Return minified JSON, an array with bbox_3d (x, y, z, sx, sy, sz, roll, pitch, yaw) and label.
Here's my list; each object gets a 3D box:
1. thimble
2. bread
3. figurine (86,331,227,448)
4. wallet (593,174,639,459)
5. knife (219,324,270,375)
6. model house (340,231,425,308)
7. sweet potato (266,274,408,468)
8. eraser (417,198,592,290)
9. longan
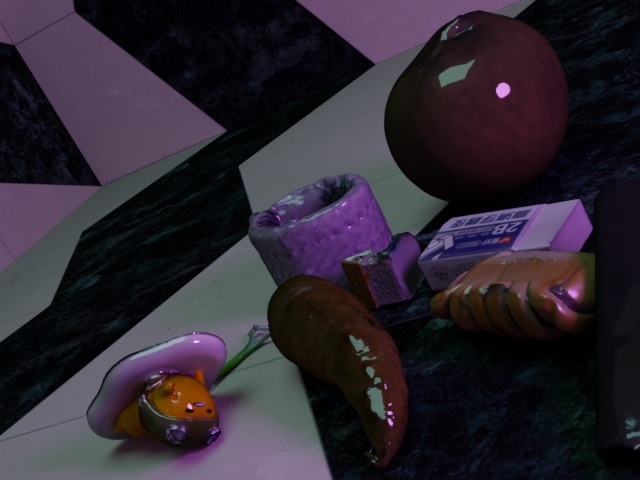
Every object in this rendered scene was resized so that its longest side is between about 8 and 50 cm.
[{"bbox_3d":[0.000,0.000,1.466,0.245,0.157,0.217,-7,26,47],"label":"thimble"},{"bbox_3d":[0.246,0.067,1.041,0.134,0.081,0.225,-33,16,-30],"label":"bread"},{"bbox_3d":[-0.219,0.256,1.222,0.250,0.167,0.141,-46,48,27],"label":"figurine"},{"bbox_3d":[0.365,0.052,0.855,0.197,0.051,0.377,-17,35,30],"label":"wallet"},{"bbox_3d":[-0.136,0.184,1.370,0.166,0.022,0.078,-39,14,-33],"label":"knife"},{"bbox_3d":[0.094,0.043,1.317,0.100,0.087,0.100,-14,19,35],"label":"model house"},{"bbox_3d":[0.025,0.140,1.118,0.130,0.130,0.423,-32,26,-9],"label":"sweet potato"},{"bbox_3d":[0.255,0.008,1.210,0.210,0.068,0.124,-9,25,43],"label":"eraser"},{"bbox_3d":[0.261,-0.216,1.438,0.319,0.319,0.319,-25,18,9],"label":"longan"}]
